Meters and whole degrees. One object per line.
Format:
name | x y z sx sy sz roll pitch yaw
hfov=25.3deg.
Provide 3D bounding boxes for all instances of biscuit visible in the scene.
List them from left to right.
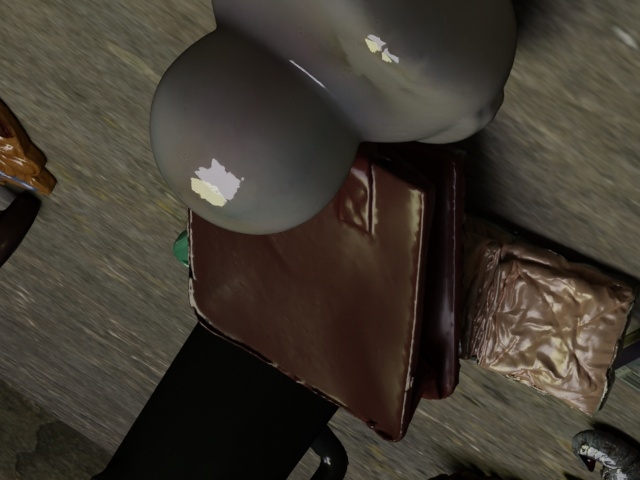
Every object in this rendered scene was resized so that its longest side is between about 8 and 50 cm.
biscuit | -0.400 -0.121 1.714 0.183 0.043 0.280 30 164 -1

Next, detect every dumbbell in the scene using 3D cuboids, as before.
dumbbell | -0.491 -0.055 1.873 0.225 0.124 0.140 36 160 -10

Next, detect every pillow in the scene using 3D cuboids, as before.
pillow | 0.140 0.048 1.171 0.232 0.043 0.126 25 119 18

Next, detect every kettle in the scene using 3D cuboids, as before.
kettle | -0.107 0.239 1.708 0.203 0.308 0.262 24 158 27

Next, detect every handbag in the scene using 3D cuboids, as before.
handbag | -0.001 0.001 1.156 0.260 0.084 0.275 30 137 32

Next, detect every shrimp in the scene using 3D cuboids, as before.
shrimp | 0.319 0.249 1.453 0.065 0.056 0.165 -17 119 46

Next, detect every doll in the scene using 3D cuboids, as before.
doll | -0.007 -0.103 0.876 0.221 0.221 0.251 41 159 -24

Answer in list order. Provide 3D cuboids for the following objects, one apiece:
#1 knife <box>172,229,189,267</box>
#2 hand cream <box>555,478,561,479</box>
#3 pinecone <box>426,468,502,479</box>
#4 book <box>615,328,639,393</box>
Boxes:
knife | -0.105 -0.012 1.526 0.063 0.034 0.260 31 158 -8
hand cream | 0.351 0.389 1.734 0.124 0.078 0.340 22 154 27
pinecone | 0.195 0.382 1.805 0.204 0.179 0.184 -12 157 41
book | 0.355 0.145 1.196 0.231 0.026 0.157 33 164 1
